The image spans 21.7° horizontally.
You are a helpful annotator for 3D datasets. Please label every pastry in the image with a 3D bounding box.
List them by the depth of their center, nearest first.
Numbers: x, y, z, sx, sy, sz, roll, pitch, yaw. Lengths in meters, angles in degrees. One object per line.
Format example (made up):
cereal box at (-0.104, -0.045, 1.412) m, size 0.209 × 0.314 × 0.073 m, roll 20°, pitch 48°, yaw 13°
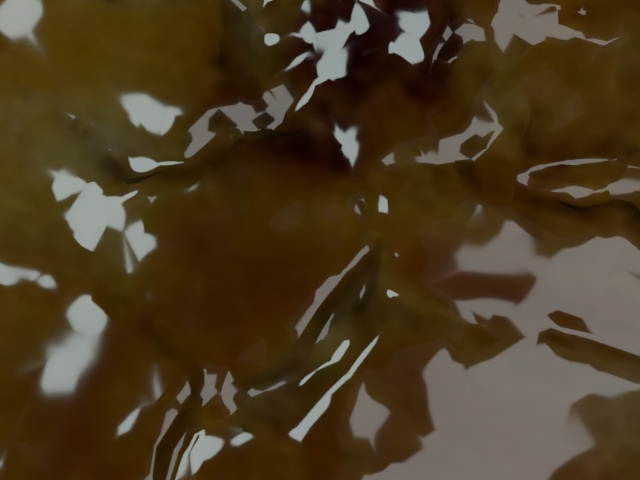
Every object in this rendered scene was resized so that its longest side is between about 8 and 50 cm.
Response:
pastry at (0.000, 0.000, 0.610) m, size 0.410 × 0.245 × 0.409 m, roll -2°, pitch 83°, yaw 20°
